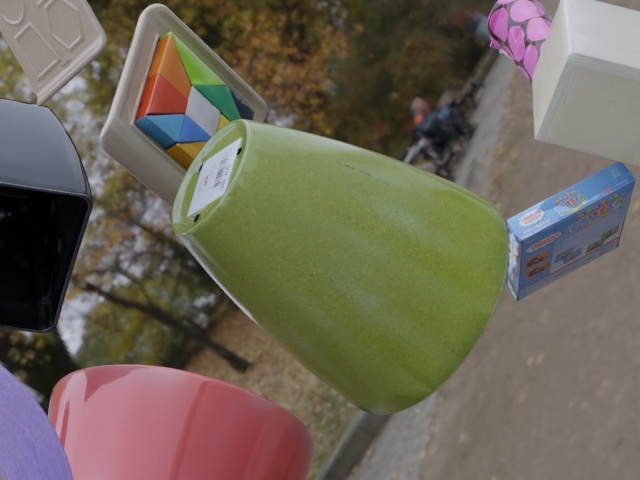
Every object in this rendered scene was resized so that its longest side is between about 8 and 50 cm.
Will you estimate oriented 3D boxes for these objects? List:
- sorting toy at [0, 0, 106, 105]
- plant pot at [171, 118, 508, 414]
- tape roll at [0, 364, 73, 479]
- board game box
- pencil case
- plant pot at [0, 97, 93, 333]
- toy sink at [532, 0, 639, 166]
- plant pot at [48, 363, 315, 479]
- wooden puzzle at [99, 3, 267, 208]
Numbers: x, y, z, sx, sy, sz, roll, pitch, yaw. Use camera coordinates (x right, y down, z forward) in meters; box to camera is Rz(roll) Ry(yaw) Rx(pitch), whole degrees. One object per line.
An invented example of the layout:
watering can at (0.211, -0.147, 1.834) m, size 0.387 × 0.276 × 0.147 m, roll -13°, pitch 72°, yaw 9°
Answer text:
sorting toy at (-0.375, -0.311, 1.575) m, size 0.038 × 0.208 × 0.193 m, roll -26°, pitch 0°, yaw -44°
plant pot at (0.000, 0.000, 1.243) m, size 0.275 × 0.293 × 0.275 m, roll -41°, pitch 31°, yaw 31°
tape roll at (-0.299, 0.191, 0.745) m, size 0.275 × 0.275 × 0.090 m, roll -60°, pitch 15°, yaw -23°
board game box at (0.313, -0.007, 1.484) m, size 0.160 × 0.039 × 0.211 m, roll -28°, pitch -23°, yaw -4°
pencil case at (0.314, -0.269, 1.683) m, size 0.098 × 0.095 × 0.209 m, roll -51°, pitch 35°, yaw 24°
plant pot at (-0.330, -0.042, 1.123) m, size 0.167 × 0.188 × 0.187 m, roll -101°, pitch 28°, yaw -45°
toy sink at (0.375, -0.171, 1.354) m, size 0.153 × 0.234 × 0.131 m, roll -80°, pitch 3°, yaw -52°
plant pot at (-0.160, 0.286, 1.135) m, size 0.275 × 0.275 × 0.243 m, roll 119°, pitch 165°, yaw -59°
wooden puzzle at (-0.151, -0.144, 1.409) m, size 0.044 × 0.221 × 0.238 m, roll -22°, pitch 41°, yaw 34°
